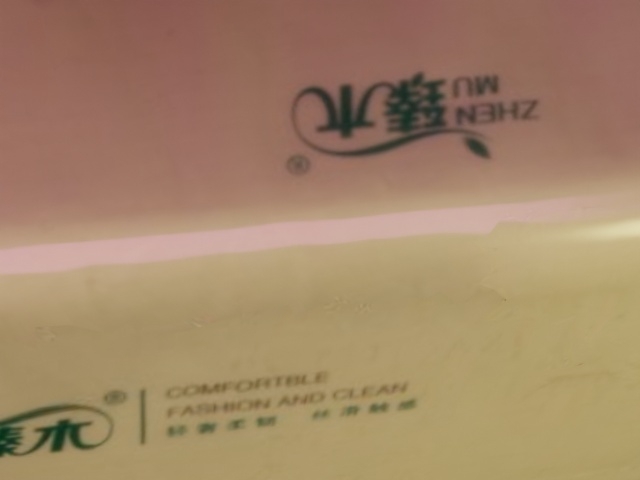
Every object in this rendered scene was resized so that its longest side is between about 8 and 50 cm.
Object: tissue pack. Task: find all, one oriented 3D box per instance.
[{"bbox_3d":[0.000,0.000,0.696,0.380,0.207,0.297,-7,150,-9],"label":"tissue pack"}]
